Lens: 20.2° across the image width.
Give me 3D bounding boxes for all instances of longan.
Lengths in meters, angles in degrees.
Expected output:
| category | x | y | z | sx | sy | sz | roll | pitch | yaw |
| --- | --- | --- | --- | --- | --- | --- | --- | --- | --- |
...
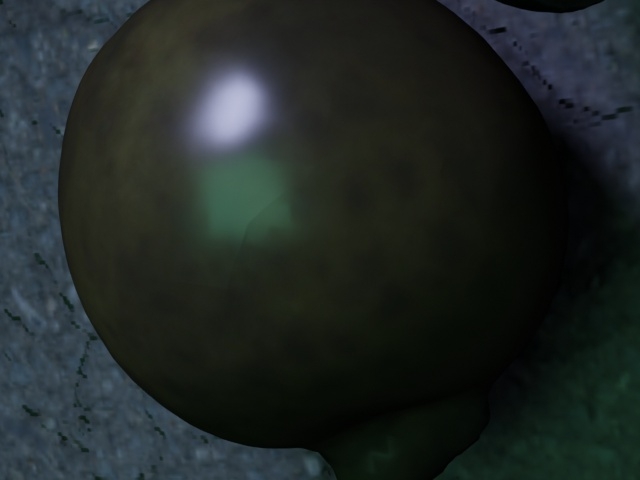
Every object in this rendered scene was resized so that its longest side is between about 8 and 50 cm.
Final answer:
| category | x | y | z | sx | sy | sz | roll | pitch | yaw |
| --- | --- | --- | --- | --- | --- | --- | --- | --- | --- |
| longan | 0.000 | 0.000 | 0.633 | 0.185 | 0.159 | 0.204 | -5 | 110 | 38 |

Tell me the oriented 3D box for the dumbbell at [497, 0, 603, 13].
| category | x | y | z | sx | sy | sz | roll | pitch | yaw |
| --- | --- | --- | --- | --- | --- | --- | --- | --- | --- |
| dumbbell | -0.012 | -0.218 | 0.580 | 0.406 | 0.179 | 0.179 | 34 | 119 | 28 |
